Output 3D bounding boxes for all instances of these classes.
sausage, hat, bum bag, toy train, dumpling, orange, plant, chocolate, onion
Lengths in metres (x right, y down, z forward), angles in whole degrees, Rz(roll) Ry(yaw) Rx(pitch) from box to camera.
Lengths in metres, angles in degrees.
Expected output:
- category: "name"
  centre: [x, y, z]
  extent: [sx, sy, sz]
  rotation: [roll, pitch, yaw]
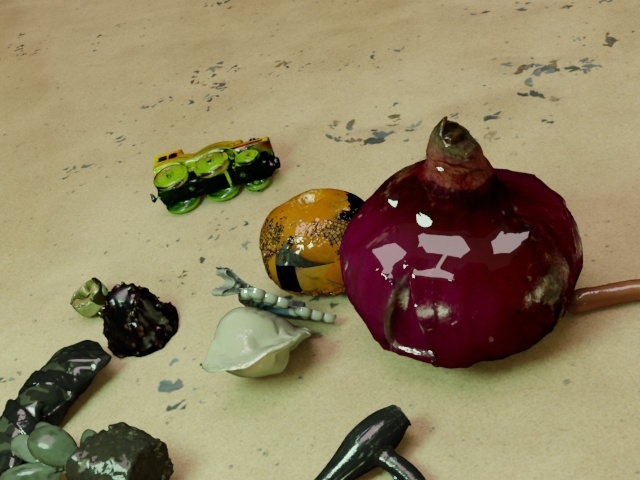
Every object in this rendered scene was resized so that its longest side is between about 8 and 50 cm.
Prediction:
- category: "sausage"
  centre: [0.494, 0.092, 1.673]
  extent: [0.177, 0.040, 0.047]
  rotation: [-9, 37, 10]
- category: "hat"
  centre: [-0.457, 0.121, 2.028]
  extent: [0.076, 0.059, 0.077]
  rotation: [-45, 36, -7]
- category: "bum bag"
  centre: [-0.504, 0.299, 1.798]
  extent: [0.144, 0.095, 0.340]
  rotation: [-6, 35, 43]
- category: "toy train"
  centre: [-0.235, -0.157, 2.246]
  extent: [0.296, 0.100, 0.160]
  rotation: [-15, 36, 4]
- category: "dumpling"
  centre: [-0.096, 0.175, 1.741]
  extent: [0.166, 0.216, 0.126]
  rotation: [-5, 76, 28]
- category: "orange"
  centre: [0.000, 0.000, 1.894]
  extent: [0.234, 0.182, 0.234]
  rotation: [-17, 24, 8]
- category: "plant"
  centre: [-0.378, 0.364, 1.623]
  extent: [0.275, 0.149, 0.146]
  rotation: [2, 25, 22]
- category: "chocolate"
  centre: [-0.355, 0.131, 1.912]
  extent: [0.156, 0.133, 0.156]
  rotation: [-10, 39, 8]
- category: "onion"
  centre: [0.217, -0.032, 1.635]
  extent: [0.398, 0.420, 0.398]
  rotation: [-10, 32, 6]

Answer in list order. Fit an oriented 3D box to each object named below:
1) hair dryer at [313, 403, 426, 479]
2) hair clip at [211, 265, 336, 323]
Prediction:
- category: "hair dryer"
  centre: [0.103, 0.364, 1.492]
  extent: [0.195, 0.075, 0.219]
  rotation: [-42, 50, -13]
- category: "hair clip"
  centre: [-0.091, 0.105, 1.807]
  extent: [0.140, 0.220, 0.054]
  rotation: [-11, 61, 56]
